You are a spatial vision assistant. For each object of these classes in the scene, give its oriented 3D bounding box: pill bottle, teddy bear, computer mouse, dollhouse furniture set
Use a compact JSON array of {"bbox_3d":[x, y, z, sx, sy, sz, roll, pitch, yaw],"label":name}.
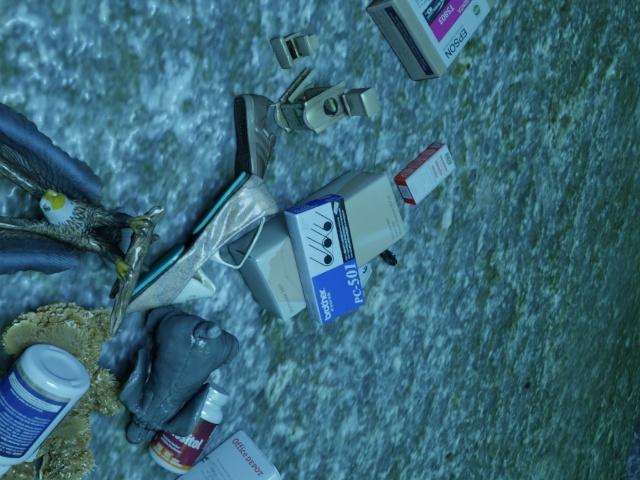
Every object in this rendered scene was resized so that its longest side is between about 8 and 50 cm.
[{"bbox_3d":[-0.392,0.227,0.657,0.169,0.094,0.094,-50,123,0],"label":"pill bottle"},{"bbox_3d":[-0.232,0.330,0.913,0.086,0.086,0.152,39,78,-34],"label":"pill bottle"},{"bbox_3d":[-0.420,0.243,0.771,0.245,0.113,0.337,-11,114,-24],"label":"teddy bear"},{"bbox_3d":[0.084,0.072,1.092,0.193,0.042,0.106,-46,122,-17],"label":"computer mouse"},{"bbox_3d":[-0.016,-0.272,0.862,0.101,0.182,0.160,-36,118,-22],"label":"dollhouse furniture set"}]

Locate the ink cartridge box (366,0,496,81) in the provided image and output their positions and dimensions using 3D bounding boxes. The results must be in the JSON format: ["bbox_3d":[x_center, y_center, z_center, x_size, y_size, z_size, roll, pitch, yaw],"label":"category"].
[{"bbox_3d":[0.234,-0.483,1.039,0.193,0.088,0.234,44,75,-31],"label":"ink cartridge box"}]

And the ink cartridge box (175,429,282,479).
[{"bbox_3d":[-0.187,0.483,0.932,0.219,0.160,0.092,-33,118,-23],"label":"ink cartridge box"}]

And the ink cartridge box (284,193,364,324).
[{"bbox_3d":[0.010,0.032,0.881,0.097,0.046,0.206,-22,112,-27],"label":"ink cartridge box"}]

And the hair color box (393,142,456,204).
[{"bbox_3d":[0.236,-0.151,1.142,0.141,0.043,0.072,-41,120,-18],"label":"hair color box"}]

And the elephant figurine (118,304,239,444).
[{"bbox_3d":[-0.243,0.239,0.819,0.239,0.170,0.186,-64,153,-16],"label":"elephant figurine"}]

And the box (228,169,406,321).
[{"bbox_3d":[0.000,0.000,0.971,0.311,0.121,0.147,-35,118,-23],"label":"box"}]

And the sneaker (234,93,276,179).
[{"bbox_3d":[-0.107,-0.162,0.897,0.071,0.066,0.188,-8,106,-34],"label":"sneaker"}]

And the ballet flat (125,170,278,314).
[{"bbox_3d":[-0.189,0.028,0.829,0.316,0.107,0.106,-46,106,-1],"label":"ballet flat"}]

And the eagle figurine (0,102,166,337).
[{"bbox_3d":[-0.376,-0.037,0.689,0.299,0.226,0.225,19,128,-11],"label":"eagle figurine"}]
